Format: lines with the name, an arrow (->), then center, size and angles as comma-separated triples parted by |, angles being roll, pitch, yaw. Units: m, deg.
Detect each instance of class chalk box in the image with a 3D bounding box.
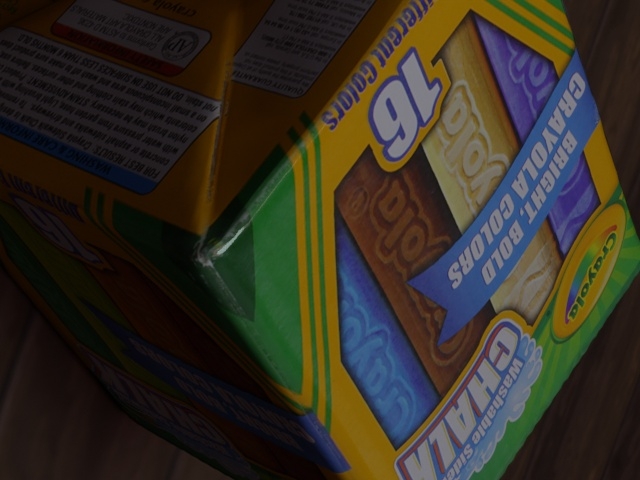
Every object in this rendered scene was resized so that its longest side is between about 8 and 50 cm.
chalk box -> 0.000, 0.000, 0.599 | 0.179, 0.180, 0.289 | -52, 140, -21
